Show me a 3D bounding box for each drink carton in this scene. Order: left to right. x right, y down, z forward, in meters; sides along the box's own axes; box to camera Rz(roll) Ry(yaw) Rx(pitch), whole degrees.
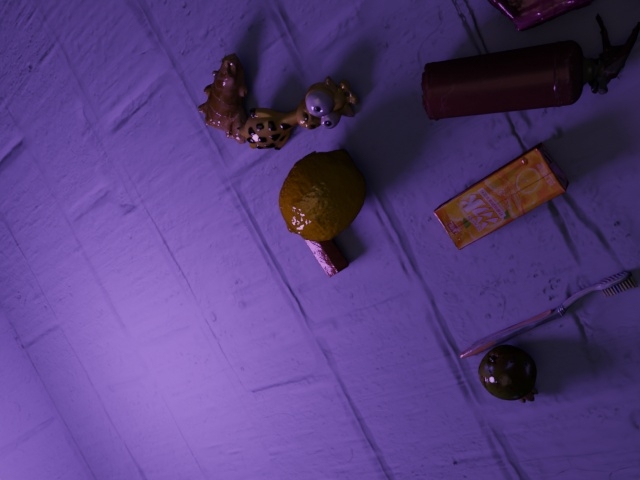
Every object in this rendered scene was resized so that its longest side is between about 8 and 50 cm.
[{"bbox_3d":[0.335,-0.080,0.936,0.223,0.071,0.096,-35,88,34],"label":"drink carton"}]

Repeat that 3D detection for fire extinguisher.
[{"bbox_3d":[0.350,-0.295,0.848,0.336,0.106,0.147,0,81,28],"label":"fire extinguisher"}]

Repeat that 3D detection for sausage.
[{"bbox_3d":[-0.001,0.000,1.152,0.065,0.065,0.169,-32,89,33],"label":"sausage"}]

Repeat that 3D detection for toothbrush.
[{"bbox_3d":[0.430,0.158,0.985,0.375,0.028,0.037,-36,94,32],"label":"toothbrush"}]

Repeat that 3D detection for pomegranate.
[{"bbox_3d":[0.389,0.279,1.008,0.114,0.115,0.142,-33,113,33],"label":"pomegranate"}]

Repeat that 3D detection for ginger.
[{"bbox_3d":[-0.222,-0.330,1.160,0.115,0.081,0.206,21,122,36],"label":"ginger"}]

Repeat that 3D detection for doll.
[{"bbox_3d":[-0.053,-0.267,1.084,0.291,0.086,0.117,-14,139,30],"label":"doll"}]

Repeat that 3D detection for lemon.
[{"bbox_3d":[0.003,-0.095,1.048,0.193,0.180,0.181,-30,90,-6],"label":"lemon"}]

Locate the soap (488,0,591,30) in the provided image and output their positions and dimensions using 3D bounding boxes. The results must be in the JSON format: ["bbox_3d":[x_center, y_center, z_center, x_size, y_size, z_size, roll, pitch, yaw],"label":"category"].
[{"bbox_3d":[0.317,-0.491,0.792,0.182,0.112,0.289,-14,98,29],"label":"soap"}]
